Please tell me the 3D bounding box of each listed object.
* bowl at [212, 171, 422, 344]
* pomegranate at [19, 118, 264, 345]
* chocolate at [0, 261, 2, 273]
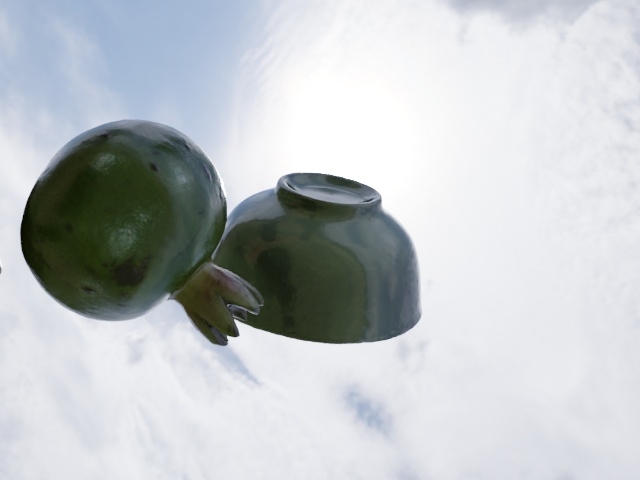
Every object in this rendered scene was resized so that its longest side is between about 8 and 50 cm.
[{"bbox_3d":[0.000,0.000,0.872,0.289,0.289,0.146,22,-68,31],"label":"bowl"},{"bbox_3d":[-0.150,0.003,0.624,0.225,0.187,0.187,45,-57,-6],"label":"pomegranate"},{"bbox_3d":[-0.492,0.020,0.773,0.289,0.137,0.301,-48,-135,14],"label":"chocolate"}]
